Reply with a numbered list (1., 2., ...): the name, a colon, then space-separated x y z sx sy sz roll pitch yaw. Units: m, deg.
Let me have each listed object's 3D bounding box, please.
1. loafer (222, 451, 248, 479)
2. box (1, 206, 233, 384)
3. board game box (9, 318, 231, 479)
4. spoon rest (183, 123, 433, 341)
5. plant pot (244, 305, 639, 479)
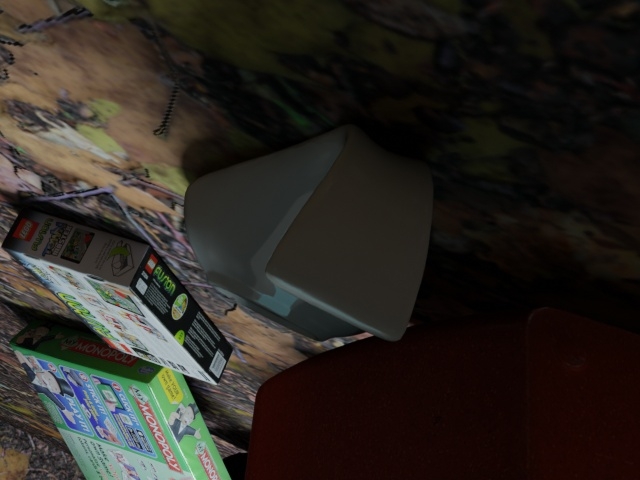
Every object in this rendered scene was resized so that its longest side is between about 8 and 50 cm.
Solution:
1. loafer: -0.003 0.310 1.232 0.134 0.130 0.366 -5 -169 -39
2. box: -0.153 0.050 0.828 0.114 0.036 0.207 16 158 20
3. board game box: -0.199 0.237 1.161 0.214 0.046 0.317 9 132 34
4. spoon rest: 0.000 0.000 0.507 0.137 0.084 0.276 28 173 -8
5. plant pot: 0.117 0.176 0.518 0.267 0.267 0.235 18 145 -17
